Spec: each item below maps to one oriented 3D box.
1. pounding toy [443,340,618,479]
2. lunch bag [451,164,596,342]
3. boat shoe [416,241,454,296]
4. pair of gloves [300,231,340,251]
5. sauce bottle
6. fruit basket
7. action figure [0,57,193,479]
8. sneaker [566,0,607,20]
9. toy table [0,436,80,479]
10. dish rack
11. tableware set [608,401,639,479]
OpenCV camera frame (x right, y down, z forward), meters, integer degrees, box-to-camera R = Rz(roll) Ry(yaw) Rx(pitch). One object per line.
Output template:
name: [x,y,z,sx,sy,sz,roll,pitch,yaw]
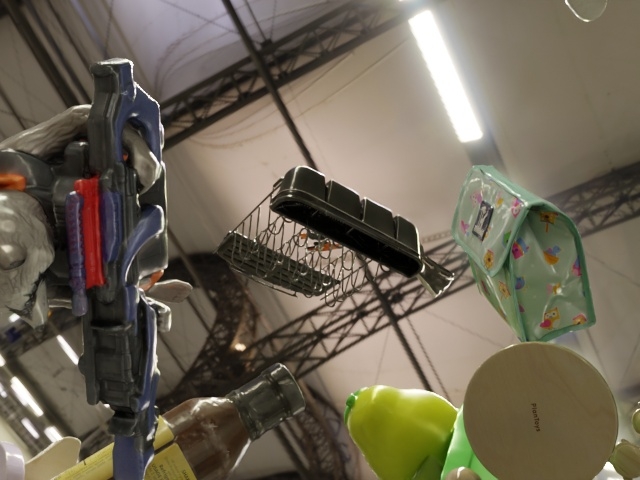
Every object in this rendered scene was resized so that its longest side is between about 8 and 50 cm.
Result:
pounding toy: [0.271,0.251,0.854,0.182,0.237,0.110,18,-7,18]
lunch bag: [0.330,0.013,1.112,0.223,0.160,0.262,-113,180,-66]
boat shoe: [0.290,0.045,1.964,0.335,0.095,0.112,45,6,-39]
pair of gloves: [0.000,0.000,1.308,0.074,0.010,0.083,-6,-30,7]
sauce bottle: [-0.175,0.261,0.775,0.111,0.344,0.111,48,-26,33]
fruit basket: [0.214,0.388,1.104,0.392,0.392,0.283,9,-70,40]
action figure: [-0.212,0.026,0.585,0.178,0.330,0.342,2,-87,4]
sneaker: [0.501,-0.541,1.315,0.080,0.094,0.212,-29,-74,19]
toy table: [-0.472,0.420,1.023,0.160,0.252,0.274,29,-31,-36]
dish rack: [-0.018,0.017,0.876,0.208,0.074,0.271,27,-38,-21]
tableware set: [0.620,0.388,1.211,0.141,0.169,0.020,32,-15,16]
